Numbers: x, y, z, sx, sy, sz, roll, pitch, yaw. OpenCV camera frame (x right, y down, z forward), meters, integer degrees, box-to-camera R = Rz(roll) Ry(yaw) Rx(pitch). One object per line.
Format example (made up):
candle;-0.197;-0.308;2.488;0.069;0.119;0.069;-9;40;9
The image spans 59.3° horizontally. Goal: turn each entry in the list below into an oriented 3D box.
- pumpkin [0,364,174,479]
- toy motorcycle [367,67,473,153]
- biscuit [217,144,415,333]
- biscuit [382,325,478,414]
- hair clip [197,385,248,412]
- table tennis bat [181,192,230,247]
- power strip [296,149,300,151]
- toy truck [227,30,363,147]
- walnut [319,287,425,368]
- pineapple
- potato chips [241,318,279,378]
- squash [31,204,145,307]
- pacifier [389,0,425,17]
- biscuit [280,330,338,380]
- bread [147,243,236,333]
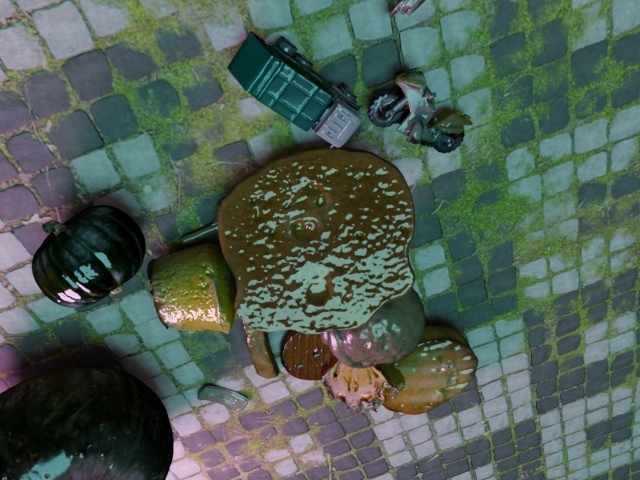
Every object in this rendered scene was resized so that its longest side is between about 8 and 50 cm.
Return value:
pumpkin;-0.560;0.481;1.252;0.454;0.344;0.454;-15;124;-23
toy motorcycle;0.206;-0.252;1.095;0.229;0.094;0.129;16;117;-28
biscuit;0.000;0.000;1.108;0.385;0.062;0.365;-9;96;-2
biscuit;0.267;0.342;1.501;0.296;0.102;0.296;-6;127;-8
hair clip;-0.256;0.413;1.472;0.137;0.022;0.054;27;113;-27
table tennis bat;-0.181;-0.041;1.189;0.234;0.022;0.131;-23;126;1
power strip;-0.058;-0.085;1.163;0.137;0.044;0.216;10;116;-22
toy truck;-0.040;-0.267;1.012;0.253;0.124;0.114;29;115;-26
walnut;0.112;0.167;1.265;0.248;0.248;0.248;-6;124;-9
pineapple;0.112;0.328;1.392;0.114;0.186;0.236;7;162;-42
potato chips;-0.151;0.200;1.324;0.057;0.080;0.407;-5;124;3
squash;-0.435;0.029;1.062;0.218;0.218;0.172;-26;93;5
pacifier;0.148;-0.438;0.976;0.099;0.081;0.078;-40;95;14
biscuit;-0.002;0.278;1.433;0.212;0.036;0.212;-7;126;-10
bread;-0.255;0.102;1.161;0.171;0.197;0.197;-10;125;0
